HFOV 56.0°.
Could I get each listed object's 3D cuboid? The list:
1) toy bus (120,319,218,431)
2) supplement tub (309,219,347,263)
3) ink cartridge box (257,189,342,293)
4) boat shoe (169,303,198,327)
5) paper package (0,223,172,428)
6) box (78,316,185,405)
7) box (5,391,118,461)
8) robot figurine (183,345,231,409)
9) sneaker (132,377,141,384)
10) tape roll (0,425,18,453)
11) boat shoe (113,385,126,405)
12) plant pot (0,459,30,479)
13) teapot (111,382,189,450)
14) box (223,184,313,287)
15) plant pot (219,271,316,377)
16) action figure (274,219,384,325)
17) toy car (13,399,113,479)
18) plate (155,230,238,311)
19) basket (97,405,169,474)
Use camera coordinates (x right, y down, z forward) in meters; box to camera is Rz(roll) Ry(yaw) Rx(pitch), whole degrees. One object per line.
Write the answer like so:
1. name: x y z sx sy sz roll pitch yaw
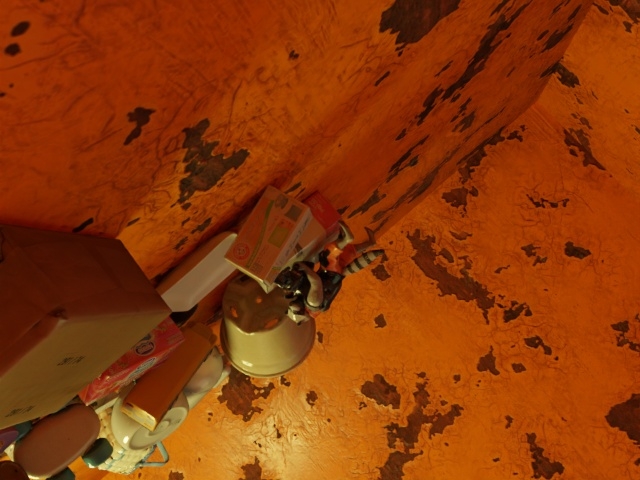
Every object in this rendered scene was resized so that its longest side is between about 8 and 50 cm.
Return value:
1. toy bus: -0.403 0.354 1.656 0.332 0.108 0.130 -56 178 -43
2. supplement tub: 0.000 0.000 2.017 0.190 0.117 0.117 -33 167 -33
3. ink cartridge box: -0.083 0.009 1.754 0.283 0.117 0.207 -38 170 -13
4. boat shoe: -0.401 0.214 1.680 0.152 0.056 0.049 -38 -179 5
5. paper package: -0.436 0.138 0.900 0.309 0.168 0.325 -40 170 6
6. box: -0.467 0.265 1.438 0.128 0.122 0.257 -47 168 28
7. box: -0.722 0.504 1.698 0.324 0.063 0.067 -27 161 -53
8. robot figurine: -0.460 0.455 2.049 0.300 0.199 0.353 9 139 -36
9. sneaker: -0.507 0.324 1.675 0.129 0.111 0.297 -50 179 -17
10. tape roll: -0.747 0.433 1.267 0.189 0.080 0.189 -39 169 -9
11. boat shoe: -0.653 0.528 2.028 0.066 0.066 0.183 -40 160 -5
12. plant pot: -0.792 0.616 1.354 0.254 0.237 0.237 -33 169 -4
13. teapot: -0.546 0.509 1.874 0.256 0.187 0.252 -34 153 -15
14. box: -0.119 -0.008 1.403 0.203 0.114 0.103 -60 171 -9
15. plant pot: -0.186 0.243 1.945 0.334 0.334 0.305 -38 158 -16
16. action figure: 0.008 0.104 1.681 0.330 0.179 0.341 -54 168 14
17. toy car: -0.684 0.489 1.553 0.210 0.219 0.238 -36 -163 -22
18. plate: -0.289 0.073 1.490 0.277 0.045 0.278 -42 169 3
19. basket: -0.681 0.690 2.144 0.201 0.254 0.289 -44 150 13
